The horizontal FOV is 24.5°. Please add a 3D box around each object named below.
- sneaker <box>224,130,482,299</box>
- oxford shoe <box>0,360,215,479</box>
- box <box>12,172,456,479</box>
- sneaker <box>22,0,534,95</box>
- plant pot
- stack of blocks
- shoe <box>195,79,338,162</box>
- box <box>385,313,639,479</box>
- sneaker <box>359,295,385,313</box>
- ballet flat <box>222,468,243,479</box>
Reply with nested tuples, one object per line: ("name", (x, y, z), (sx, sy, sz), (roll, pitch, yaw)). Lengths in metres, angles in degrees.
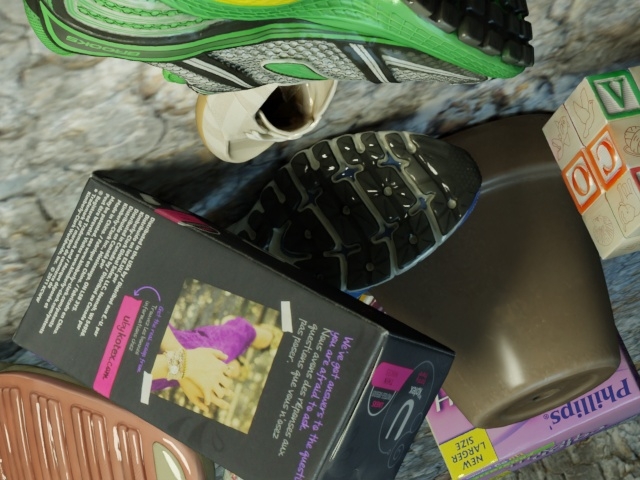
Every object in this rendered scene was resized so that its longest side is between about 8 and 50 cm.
("sneaker", (0.000, 0.000, 1.265), (0.330, 0.130, 0.147), (-27, 173, 30))
("oxford shoe", (-0.221, 0.155, 1.232), (0.397, 0.141, 0.146), (6, -164, 38))
("box", (-0.062, 0.078, 1.097), (0.143, 0.270, 0.165), (-64, 156, 2))
("sneaker", (-0.012, -0.149, 0.837), (0.343, 0.134, 0.146), (6, 154, -40))
("plant pot", (0.163, 0.044, 1.369), (0.263, 0.229, 0.263), (-19, 161, -7))
("stack of blocks", (0.345, -0.106, 1.256), (0.297, 0.171, 0.087), (-13, 159, -23))
("shoe", (-0.031, -0.103, 1.003), (0.076, 0.058, 0.219), (-14, 159, -25))
("box", (0.200, 0.108, 1.561), (0.213, 0.243, 0.117), (-26, 161, 12))
("sneaker", (-0.011, 0.079, 1.509), (0.185, 0.070, 0.084), (-29, 166, 15))
("ballet flat", (-0.026, 0.283, 2.039), (0.241, 0.091, 0.077), (-25, 139, -7))
